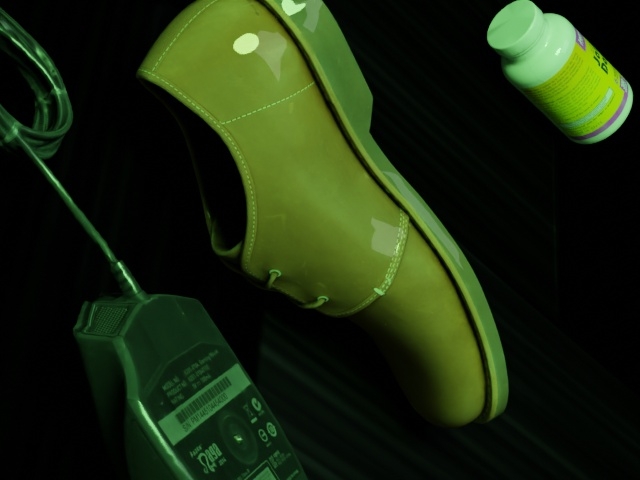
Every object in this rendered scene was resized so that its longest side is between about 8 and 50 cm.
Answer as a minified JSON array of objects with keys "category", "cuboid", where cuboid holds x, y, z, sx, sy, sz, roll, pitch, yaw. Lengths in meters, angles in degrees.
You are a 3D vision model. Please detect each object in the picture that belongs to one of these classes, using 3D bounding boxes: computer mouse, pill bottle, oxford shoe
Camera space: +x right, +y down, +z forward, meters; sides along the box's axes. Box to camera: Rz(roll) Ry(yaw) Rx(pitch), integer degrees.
[{"category":"computer mouse","cuboid":[-0.078,0.012,0.510,0.242,0.041,0.071,59,24,3]},{"category":"pill bottle","cuboid":[0.123,-0.088,0.839,0.083,0.043,0.043,37,42,-36]},{"category":"oxford shoe","cuboid":[0.000,0.000,0.607,0.076,0.076,0.212,-43,116,-19]}]
